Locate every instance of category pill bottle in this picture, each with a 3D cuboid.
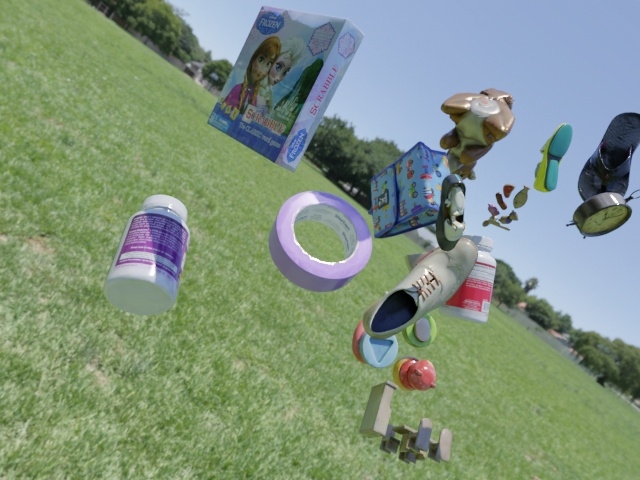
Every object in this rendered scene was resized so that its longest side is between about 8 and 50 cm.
[{"bbox_3d":[-0.432,0.026,1.118,0.169,0.169,0.301,33,38,-33],"label":"pill bottle"},{"bbox_3d":[0.721,0.186,2.105,0.229,0.407,0.229,12,-7,2],"label":"pill bottle"}]

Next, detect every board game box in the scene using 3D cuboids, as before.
[{"bbox_3d":[-0.098,-0.356,0.981,0.066,0.318,0.319,19,12,-48],"label":"board game box"}]

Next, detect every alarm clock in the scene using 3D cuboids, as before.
[{"bbox_3d":[0.760,-0.080,1.142,0.129,0.192,0.064,23,45,-33],"label":"alarm clock"}]

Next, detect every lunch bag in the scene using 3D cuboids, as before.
[{"bbox_3d":[0.267,-0.141,1.392,0.138,0.293,0.220,12,65,-35],"label":"lunch bag"}]

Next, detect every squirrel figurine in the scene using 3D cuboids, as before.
[{"bbox_3d":[0.660,-0.440,1.862,0.281,0.397,0.370,28,-38,20],"label":"squirrel figurine"}]

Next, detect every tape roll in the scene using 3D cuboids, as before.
[{"bbox_3d":[0.000,0.000,1.189,0.275,0.090,0.274,10,57,-16],"label":"tape roll"}]

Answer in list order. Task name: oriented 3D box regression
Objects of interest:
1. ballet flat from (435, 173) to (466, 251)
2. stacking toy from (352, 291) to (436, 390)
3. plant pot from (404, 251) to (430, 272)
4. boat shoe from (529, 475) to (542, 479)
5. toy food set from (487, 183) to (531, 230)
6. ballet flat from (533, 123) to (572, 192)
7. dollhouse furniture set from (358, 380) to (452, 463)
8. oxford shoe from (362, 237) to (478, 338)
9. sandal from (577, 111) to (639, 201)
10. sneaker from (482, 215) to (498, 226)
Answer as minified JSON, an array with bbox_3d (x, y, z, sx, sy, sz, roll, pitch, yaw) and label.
[{"bbox_3d":[0.323,-0.059,1.055,0.074,0.203,0.074,-2,20,1],"label":"ballet flat"},{"bbox_3d":[0.284,0.340,1.458,0.309,0.279,0.130,32,-17,-12],"label":"stacking toy"},{"bbox_3d":[0.460,0.113,2.033,0.109,0.109,0.096,64,20,-82],"label":"plant pot"},{"bbox_3d":[0.522,0.659,0.975,0.277,0.096,0.098,56,-19,-14],"label":"boat shoe"},{"bbox_3d":[0.434,-0.081,1.014,0.078,0.122,0.019,28,39,29],"label":"toy food set"},{"bbox_3d":[0.754,-0.270,1.423,0.077,0.230,0.077,14,2,-19],"label":"ballet flat"},{"bbox_3d":[0.270,0.588,1.391,0.242,0.161,0.212,31,-36,-8],"label":"dollhouse furniture set"},{"bbox_3d":[0.286,0.140,1.190,0.140,0.397,0.146,47,-1,9],"label":"oxford shoe"},{"bbox_3d":[1.118,-0.323,1.659,0.168,0.445,0.107,19,-15,34],"label":"sandal"},{"bbox_3d":[0.799,-0.087,2.030,0.037,0.083,0.031,3,62,-29],"label":"sneaker"}]
